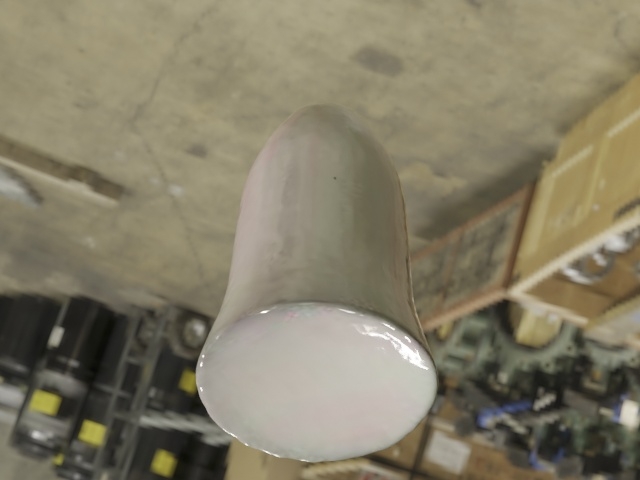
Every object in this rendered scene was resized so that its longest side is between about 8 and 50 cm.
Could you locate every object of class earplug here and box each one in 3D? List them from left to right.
[{"bbox_3d":[0.000,0.000,1.086,0.172,0.301,0.172,1,134,1],"label":"earplug"}]
